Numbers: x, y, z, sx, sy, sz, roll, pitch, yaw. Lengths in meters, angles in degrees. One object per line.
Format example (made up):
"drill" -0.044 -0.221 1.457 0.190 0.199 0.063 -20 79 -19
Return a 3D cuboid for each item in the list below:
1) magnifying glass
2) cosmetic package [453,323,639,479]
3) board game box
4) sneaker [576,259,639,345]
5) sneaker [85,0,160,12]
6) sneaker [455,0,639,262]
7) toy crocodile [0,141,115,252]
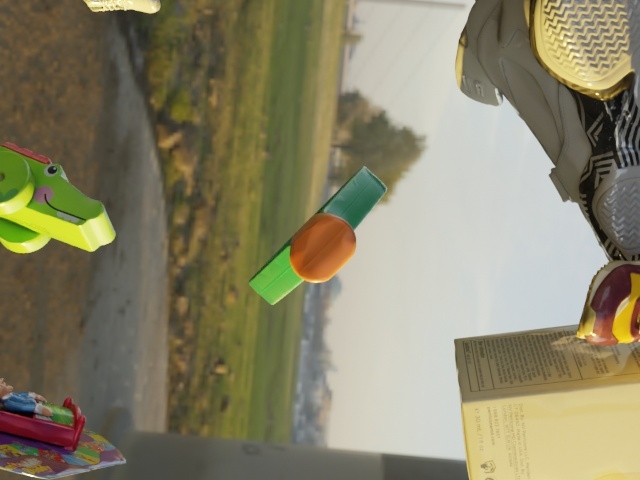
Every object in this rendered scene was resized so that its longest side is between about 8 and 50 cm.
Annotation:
"magnifying glass" 0.000 0.000 0.571 0.092 0.026 0.231 -45 180 1
"cosmetic package" 0.292 0.155 1.131 0.160 0.309 0.113 -76 159 -72
"board game box" -0.197 0.106 0.737 0.033 0.133 0.168 -69 162 2
"sneaker" 0.289 0.057 0.982 0.185 0.083 0.070 -14 121 -50
"sneaker" -0.308 -0.357 1.684 0.054 0.152 0.061 90 23 -58
"sneaker" 0.259 -0.126 1.149 0.210 0.137 0.366 30 -34 61
"toy crocodile" -0.372 -0.073 1.234 0.115 0.340 0.105 76 36 -61
